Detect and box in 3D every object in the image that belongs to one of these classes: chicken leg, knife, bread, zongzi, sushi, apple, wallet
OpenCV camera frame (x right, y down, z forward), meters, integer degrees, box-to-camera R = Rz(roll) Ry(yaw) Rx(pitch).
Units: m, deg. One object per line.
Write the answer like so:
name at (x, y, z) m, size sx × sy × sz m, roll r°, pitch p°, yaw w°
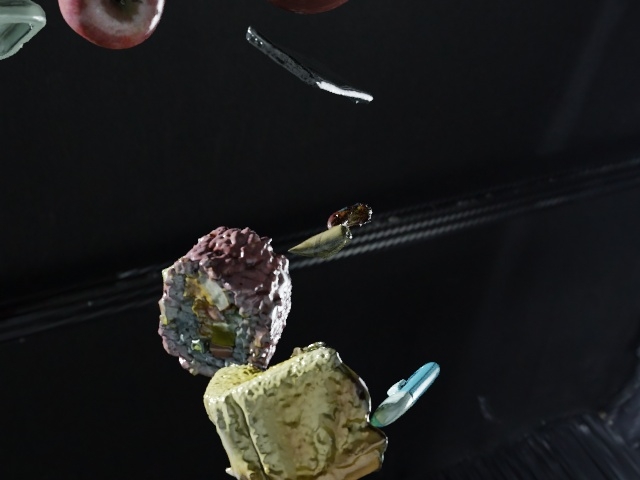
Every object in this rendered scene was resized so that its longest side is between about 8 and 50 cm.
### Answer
chicken leg at (0.046, -0.034, 1.767) m, size 0.145 × 0.062 × 0.037 m, roll -27°, pitch -51°, yaw -43°
knife at (0.107, 0.185, 1.196) m, size 0.064 × 0.031 × 0.222 m, roll -41°, pitch -8°, yaw 18°
bread at (-0.054, 0.221, 1.112) m, size 0.133 × 0.252 × 0.174 m, roll -29°, pitch -81°, yaw -39°
zongzi at (0.000, 0.000, 1.565) m, size 0.083 × 0.040 × 0.076 m, roll 5°, pitch -32°, yaw -34°
sushi at (-0.165, 0.101, 1.666) m, size 0.237 × 0.171 × 0.270 m, roll 20°, pitch -47°, yaw 11°
apple at (-0.308, -0.361, 1.422) m, size 0.153 × 0.120 × 0.153 m, roll -9°, pitch -69°, yaw -24°
wallet at (-0.015, -0.279, 1.579) m, size 0.030 × 0.146 × 0.285 m, roll -54°, pitch -15°, yaw 14°

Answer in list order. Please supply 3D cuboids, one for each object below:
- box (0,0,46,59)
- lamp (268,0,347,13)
box at (-0.529, -0.327, 1.214) m, size 0.312 × 0.182 × 0.175 m, roll -12°, pitch -5°, yaw -40°
lamp at (-0.010, -0.381, 1.216) m, size 0.180 × 0.258 × 0.180 m, roll 2°, pitch -71°, yaw 7°
